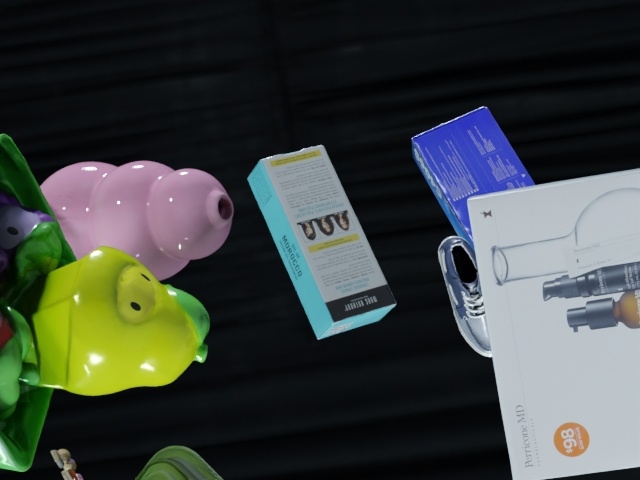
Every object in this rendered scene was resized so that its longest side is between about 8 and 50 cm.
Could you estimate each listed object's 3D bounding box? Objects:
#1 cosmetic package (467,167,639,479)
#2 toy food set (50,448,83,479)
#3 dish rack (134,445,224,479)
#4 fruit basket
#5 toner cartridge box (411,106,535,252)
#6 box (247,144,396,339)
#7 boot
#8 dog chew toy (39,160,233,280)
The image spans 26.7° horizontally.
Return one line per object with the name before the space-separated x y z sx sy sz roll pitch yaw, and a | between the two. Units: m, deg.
cosmetic package | 0.360 0.106 1.749 0.097 0.285 0.377 -21 -79 -79
toy food set | -0.371 0.343 2.003 0.078 0.019 0.122 62 170 5
dish rack | -0.205 0.461 1.720 0.285 0.333 0.072 42 -168 22
fruit basket | -0.330 0.074 1.571 0.392 0.392 0.283 -96 -13 -52
toner cartridge box | 0.320 -0.077 2.552 0.075 0.165 0.347 76 169 -61
box | 0.000 0.000 1.777 0.244 0.101 0.060 66 151 16
boot | 0.221 0.086 1.968 0.086 0.069 0.190 -76 -39 -87
dog chew toy | -0.271 -0.025 1.967 0.207 0.332 0.206 17 -111 -54
